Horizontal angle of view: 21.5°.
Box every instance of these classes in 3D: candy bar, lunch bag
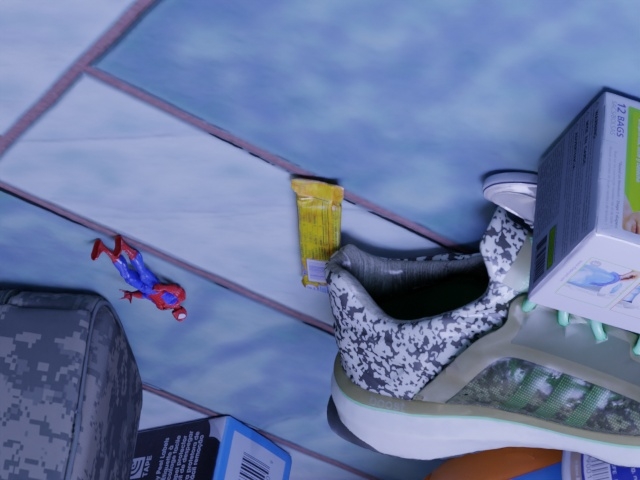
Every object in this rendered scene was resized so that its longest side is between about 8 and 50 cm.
[{"bbox_3d":[0.000,0.000,1.302,0.040,0.018,0.161,10,151,8],"label":"candy bar"},{"bbox_3d":[-0.308,0.196,1.463,0.256,0.305,0.212,3,147,6],"label":"lunch bag"}]

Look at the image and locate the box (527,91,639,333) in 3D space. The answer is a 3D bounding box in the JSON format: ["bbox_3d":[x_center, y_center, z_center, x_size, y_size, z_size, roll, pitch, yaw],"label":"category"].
[{"bbox_3d":[0.253,-0.001,1.121,0.203,0.114,0.103,17,148,-12],"label":"box"}]

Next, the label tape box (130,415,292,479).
[{"bbox_3d":[-0.209,0.333,1.711,0.347,0.249,0.115,-13,143,35],"label":"label tape box"}]

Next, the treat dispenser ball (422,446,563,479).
[{"bbox_3d":[0.193,0.323,1.528,0.288,0.288,0.288,8,150,5],"label":"treat dispenser ball"}]

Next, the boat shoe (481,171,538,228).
[{"bbox_3d":[0.162,-0.021,1.196,0.100,0.035,0.035,14,150,-7],"label":"boat shoe"}]

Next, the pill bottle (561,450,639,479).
[{"bbox_3d":[0.330,0.172,1.324,0.153,0.153,0.264,27,151,-27],"label":"pill bottle"}]

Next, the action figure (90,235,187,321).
[{"bbox_3d":[-0.146,0.037,1.405,0.038,0.030,0.115,-14,145,28],"label":"action figure"}]

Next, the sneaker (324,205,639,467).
[{"bbox_3d":[0.177,0.059,1.245,0.410,0.158,0.182,-7,129,19],"label":"sneaker"}]
